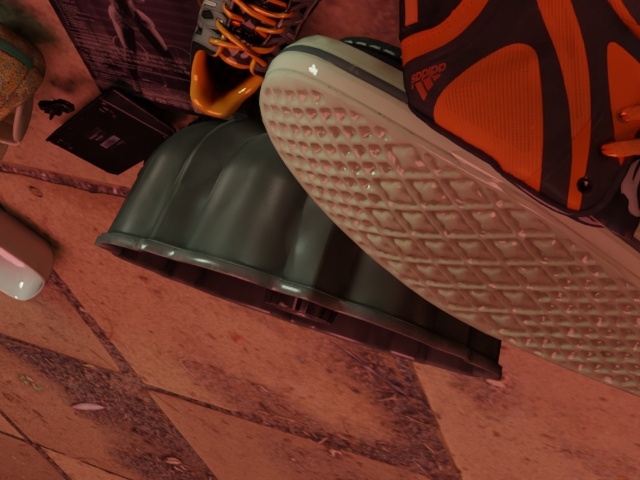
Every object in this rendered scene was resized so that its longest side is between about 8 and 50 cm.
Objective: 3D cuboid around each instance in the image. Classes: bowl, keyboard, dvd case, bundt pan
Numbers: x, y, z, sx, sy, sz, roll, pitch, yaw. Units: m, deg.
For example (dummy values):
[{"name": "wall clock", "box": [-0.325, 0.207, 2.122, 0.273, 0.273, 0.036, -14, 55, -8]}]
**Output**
[{"name": "bowl", "box": [-0.391, 0.008, 1.481, 0.142, 0.053, 0.142, 37, 151, -14]}, {"name": "keyboard", "box": [-0.205, -0.107, 1.120, 0.108, 0.023, 0.180, 28, 160, -21]}, {"name": "dvd case", "box": [-0.149, -0.180, 0.964, 0.164, 0.018, 0.221, 16, 151, 27]}, {"name": "bundt pan", "box": [0.000, 0.000, 0.945, 0.331, 0.124, 0.331, 17, 173, 2]}]

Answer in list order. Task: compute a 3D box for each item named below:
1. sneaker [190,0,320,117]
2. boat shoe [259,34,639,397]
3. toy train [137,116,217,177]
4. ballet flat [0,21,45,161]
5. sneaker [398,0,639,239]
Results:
[{"name": "sneaker", "box": [-0.041, -0.157, 0.818, 0.084, 0.083, 0.215, 21, 152, -5]}, {"name": "boat shoe", "box": [0.202, -0.008, 0.735, 0.500, 0.156, 0.187, 24, 155, 3]}, {"name": "toy train", "box": [-0.129, -0.078, 1.100, 0.027, 0.036, 0.158, 38, 152, -17]}, {"name": "ballet flat", "box": [-0.345, -0.115, 1.170, 0.123, 0.123, 0.348, 36, 152, -14]}, {"name": "sneaker", "box": [0.191, -0.085, 0.579, 0.321, 0.180, 0.124, 7, 177, 22]}]
